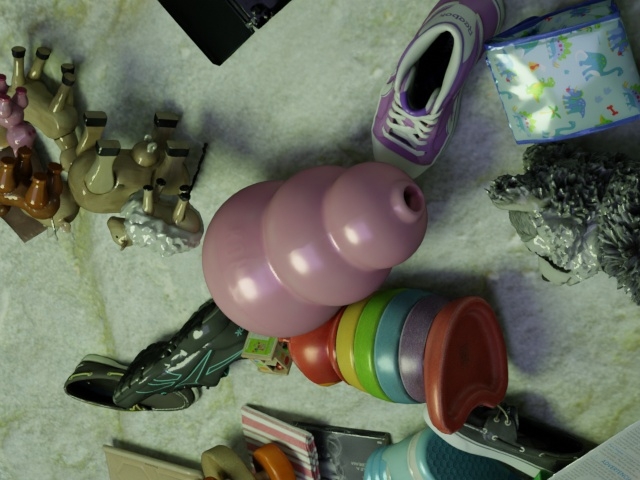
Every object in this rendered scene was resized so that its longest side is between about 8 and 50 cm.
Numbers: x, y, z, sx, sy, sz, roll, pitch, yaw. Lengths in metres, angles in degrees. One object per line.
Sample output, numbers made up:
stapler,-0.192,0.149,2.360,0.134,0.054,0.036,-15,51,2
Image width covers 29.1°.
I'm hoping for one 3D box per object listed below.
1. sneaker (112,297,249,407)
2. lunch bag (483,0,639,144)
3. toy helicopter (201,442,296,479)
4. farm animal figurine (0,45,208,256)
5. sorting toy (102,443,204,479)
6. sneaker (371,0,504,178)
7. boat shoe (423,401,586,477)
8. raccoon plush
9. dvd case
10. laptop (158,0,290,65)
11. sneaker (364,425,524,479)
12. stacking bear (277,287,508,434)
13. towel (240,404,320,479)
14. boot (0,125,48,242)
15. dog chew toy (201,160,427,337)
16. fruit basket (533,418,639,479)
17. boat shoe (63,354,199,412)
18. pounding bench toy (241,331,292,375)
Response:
sneaker,-0.206,0.193,1.855,0.267,0.101,0.106,-35,111,29
lunch bag,0.268,-0.183,1.353,0.151,0.096,0.129,-17,112,14
toy helicopter,-0.101,0.484,1.934,0.235,0.140,0.355,-10,105,63
farm animal figurine,-0.321,-0.098,1.668,0.326,0.330,0.172,10,127,-12
sorting toy,-0.273,0.438,2.114,0.193,0.038,0.208,11,129,22
sneaker,0.107,-0.158,1.427,0.102,0.161,0.282,28,131,8
boat shoe,0.253,0.256,1.665,0.228,0.080,0.076,27,121,-3
raccoon plush,0.398,-0.099,1.335,0.299,0.216,0.446,41,109,13
dvd case,0.046,0.381,1.910,0.164,0.018,0.221,3,122,27
laptop,-0.118,-0.373,1.502,0.264,0.136,0.234,-40,99,14
sneaker,0.196,0.390,1.779,0.319,0.127,0.208,47,143,-15
stacking bear,0.081,0.143,1.649,0.289,0.175,0.164,3,104,37
towel,-0.054,0.352,1.926,0.144,0.029,0.197,16,128,37
boot,-0.510,-0.077,1.859,0.248,0.090,0.207,-25,105,34
dog chew toy,0.000,0.000,1.545,0.332,0.206,0.207,-24,107,45
fruit basket,0.419,0.364,1.603,0.327,0.165,0.353,35,116,-22
boat shoe,-0.304,0.242,1.975,0.227,0.069,0.081,7,124,25
pounding bench toy,-0.068,0.147,1.798,0.052,0.083,0.065,4,154,29
